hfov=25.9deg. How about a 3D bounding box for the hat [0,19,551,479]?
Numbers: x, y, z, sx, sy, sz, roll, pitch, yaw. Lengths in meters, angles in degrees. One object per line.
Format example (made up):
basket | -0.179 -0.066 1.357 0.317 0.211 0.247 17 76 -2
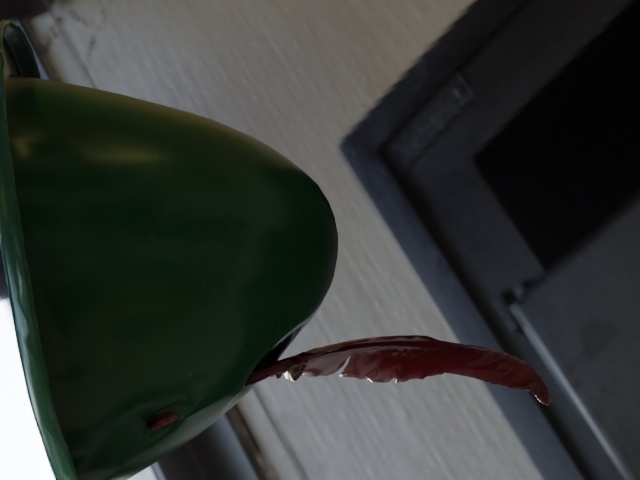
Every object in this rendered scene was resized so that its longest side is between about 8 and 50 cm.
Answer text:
hat | 0.000 0.000 0.466 0.183 0.173 0.208 -10 1 -5
